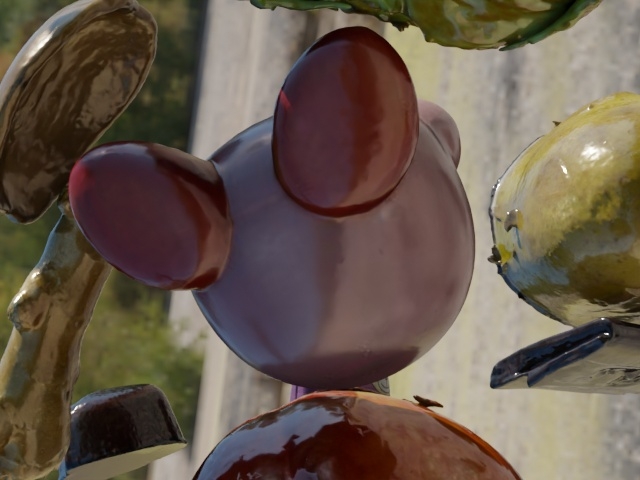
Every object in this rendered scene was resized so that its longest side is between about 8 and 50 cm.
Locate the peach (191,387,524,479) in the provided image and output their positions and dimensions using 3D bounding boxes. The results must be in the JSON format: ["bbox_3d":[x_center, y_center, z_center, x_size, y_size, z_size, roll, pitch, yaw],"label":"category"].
[{"bbox_3d":[0.031,0.304,1.322,0.370,0.370,0.370,-172,90,-83],"label":"peach"}]

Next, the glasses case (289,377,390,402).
[{"bbox_3d":[0.019,0.283,1.918,0.076,0.123,0.316,1,88,59],"label":"glasses case"}]

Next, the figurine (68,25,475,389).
[{"bbox_3d":[-0.001,0.004,1.209,0.261,0.269,0.211,15,-125,-66],"label":"figurine"}]

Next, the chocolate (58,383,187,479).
[{"bbox_3d":[-0.222,0.191,1.651,0.148,0.125,0.080,-25,73,34],"label":"chocolate"}]

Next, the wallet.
[{"bbox_3d":[0.328,0.138,1.856,0.182,0.229,0.049,-29,63,42],"label":"wallet"}]

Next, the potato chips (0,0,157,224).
[{"bbox_3d":[-0.217,-0.113,1.322,0.195,0.062,0.208,-41,-19,-45],"label":"potato chips"}]

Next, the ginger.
[{"bbox_3d":[-0.217,0.066,1.367,0.118,0.065,0.299,24,-92,-55],"label":"ginger"}]

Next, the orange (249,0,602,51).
[{"bbox_3d":[0.047,-0.264,1.095,0.196,0.334,0.262,-90,8,-55],"label":"orange"}]

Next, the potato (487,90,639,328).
[{"bbox_3d":[0.407,-0.043,1.890,0.296,0.397,0.290,148,112,-66],"label":"potato"}]
